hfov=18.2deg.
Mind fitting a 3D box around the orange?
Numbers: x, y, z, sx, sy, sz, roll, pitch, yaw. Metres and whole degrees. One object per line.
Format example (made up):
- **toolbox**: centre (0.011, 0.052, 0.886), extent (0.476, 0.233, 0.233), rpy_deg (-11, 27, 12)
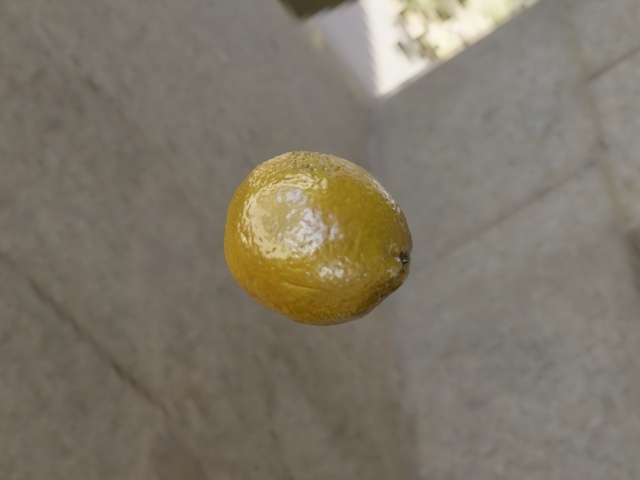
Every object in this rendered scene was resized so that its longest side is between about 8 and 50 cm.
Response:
- **orange**: centre (0.000, 0.000, 0.995), extent (0.095, 0.085, 0.085), rpy_deg (15, 13, 13)
